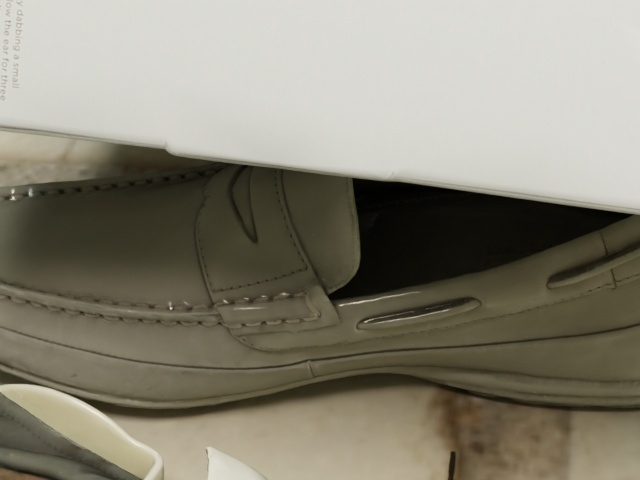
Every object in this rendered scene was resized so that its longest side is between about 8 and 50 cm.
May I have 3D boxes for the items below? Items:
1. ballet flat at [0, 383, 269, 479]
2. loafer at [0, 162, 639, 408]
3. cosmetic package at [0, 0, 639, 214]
[{"bbox_3d":[-0.070,0.103,0.662,0.280,0.095,0.096,29,38,29],"label":"ballet flat"},{"bbox_3d":[0.000,0.000,0.756,0.319,0.111,0.112,0,42,0],"label":"loafer"},{"bbox_3d":[0.024,-0.097,0.750,0.284,0.097,0.377,10,12,8],"label":"cosmetic package"}]
